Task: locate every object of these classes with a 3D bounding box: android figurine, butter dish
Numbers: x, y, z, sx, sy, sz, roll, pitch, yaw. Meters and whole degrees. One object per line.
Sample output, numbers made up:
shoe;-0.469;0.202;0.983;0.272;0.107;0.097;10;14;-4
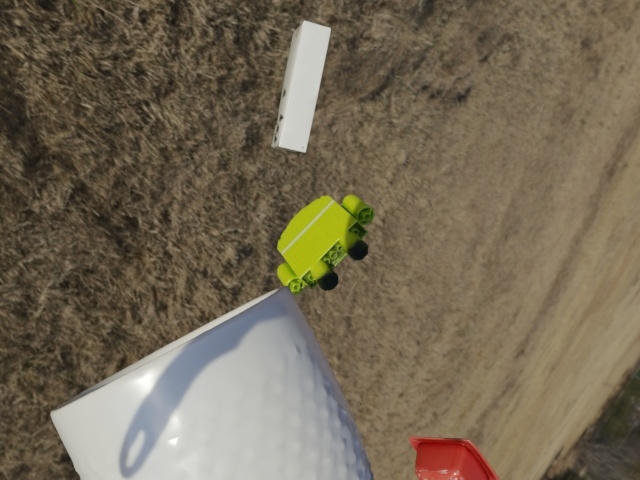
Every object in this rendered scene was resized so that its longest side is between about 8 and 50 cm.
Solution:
android figurine;0.000;0.000;1.155;0.248;0.273;0.056;-47;120;0
butter dish;0.264;0.492;1.112;0.160;0.159;0.118;54;46;-21

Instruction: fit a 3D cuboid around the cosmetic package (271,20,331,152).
cosmetic package;-0.042;-0.298;1.073;0.060;0.099;0.239;10;96;-18

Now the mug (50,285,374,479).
mug;-0.107;0.270;0.623;0.276;0.328;0.374;-27;179;-37
